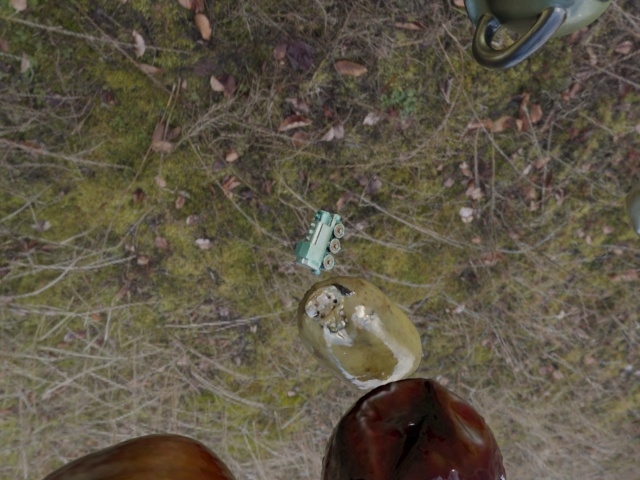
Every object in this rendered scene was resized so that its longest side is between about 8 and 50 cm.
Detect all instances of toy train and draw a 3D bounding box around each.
[{"bbox_3d":[0.000,0.000,1.414,0.080,0.194,0.125,7,163,45],"label":"toy train"}]

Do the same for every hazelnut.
[{"bbox_3d":[-0.173,0.281,0.456,0.212,0.181,0.180,-20,177,43],"label":"hazelnut"}]

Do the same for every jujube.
[{"bbox_3d":[0.132,0.357,0.674,0.258,0.258,0.377,-13,136,3],"label":"jujube"}]

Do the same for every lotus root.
[{"bbox_3d":[0.075,0.168,0.802,0.160,0.146,0.284,-24,135,22],"label":"lotus root"}]

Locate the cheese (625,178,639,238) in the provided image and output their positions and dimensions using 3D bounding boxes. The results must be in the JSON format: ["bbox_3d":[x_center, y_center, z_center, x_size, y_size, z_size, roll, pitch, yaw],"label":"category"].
[{"bbox_3d":[0.600,-0.016,0.730,0.263,0.093,0.159,39,138,-13],"label":"cheese"}]

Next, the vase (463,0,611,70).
[{"bbox_3d":[0.432,-0.511,1.013,0.240,0.302,0.330,28,82,-35],"label":"vase"}]
